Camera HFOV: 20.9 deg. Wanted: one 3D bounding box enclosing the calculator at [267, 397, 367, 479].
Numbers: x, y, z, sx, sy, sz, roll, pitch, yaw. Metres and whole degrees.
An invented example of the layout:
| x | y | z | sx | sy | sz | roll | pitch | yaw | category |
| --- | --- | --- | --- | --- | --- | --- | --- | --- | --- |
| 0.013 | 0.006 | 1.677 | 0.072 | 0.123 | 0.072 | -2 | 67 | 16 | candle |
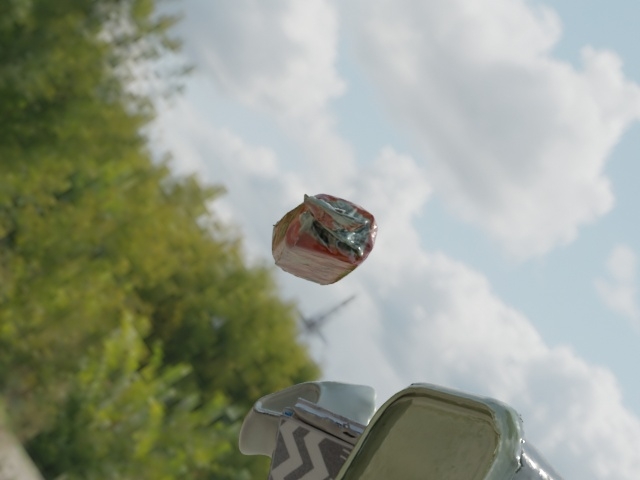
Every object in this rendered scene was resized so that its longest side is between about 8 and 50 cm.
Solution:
| x | y | z | sx | sy | sz | roll | pitch | yaw | category |
| --- | --- | --- | --- | --- | --- | --- | --- | --- | --- |
| 0.069 | 0.235 | 1.322 | 0.274 | 0.028 | 0.165 | 21 | -70 | 29 | calculator |

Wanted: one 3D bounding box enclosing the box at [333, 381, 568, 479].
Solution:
| x | y | z | sx | sy | sz | roll | pitch | yaw | category |
| --- | --- | --- | --- | --- | --- | --- | --- | --- | --- |
| 0.072 | 0.248 | 1.078 | 0.178 | 0.274 | 0.138 | 41 | -17 | -33 | box |

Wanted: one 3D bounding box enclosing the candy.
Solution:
| x | y | z | sx | sy | sz | roll | pitch | yaw | category |
| --- | --- | --- | --- | --- | --- | --- | --- | --- | --- |
| 0.001 | -0.001 | 1.625 | 0.086 | 0.059 | 0.292 | 19 | -11 | -6 | candy |

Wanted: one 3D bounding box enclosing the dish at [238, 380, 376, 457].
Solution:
| x | y | z | sx | sy | sz | roll | pitch | yaw | category |
| --- | --- | --- | --- | --- | --- | --- | --- | --- | --- |
| -0.022 | 0.145 | 1.448 | 0.137 | 0.091 | 0.039 | -5 | -48 | 38 | dish |
